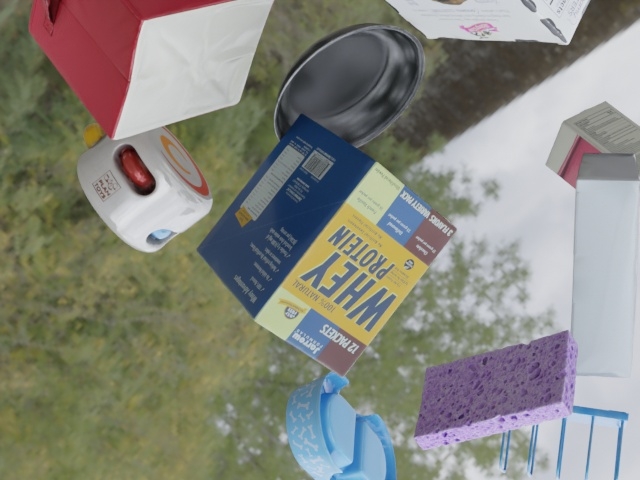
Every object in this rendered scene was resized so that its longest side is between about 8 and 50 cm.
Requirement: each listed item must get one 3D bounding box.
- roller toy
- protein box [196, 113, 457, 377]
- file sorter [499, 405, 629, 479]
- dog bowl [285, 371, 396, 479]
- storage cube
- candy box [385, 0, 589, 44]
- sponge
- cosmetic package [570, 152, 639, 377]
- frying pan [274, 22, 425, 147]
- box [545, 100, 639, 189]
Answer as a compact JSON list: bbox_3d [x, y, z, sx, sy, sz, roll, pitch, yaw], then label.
[{"bbox_3d":[-0.277,-0.086,1.647,0.146,0.209,0.191,-36,-146,9],"label":"roller toy"},{"bbox_3d":[0.000,0.000,1.167,0.201,0.136,0.200,-52,-148,2],"label":"protein box"},{"bbox_3d":[0.342,0.289,1.508,0.118,0.170,0.105,50,48,-69],"label":"file sorter"},{"bbox_3d":[0.035,0.339,1.767,0.074,0.297,0.166,-15,-132,24],"label":"dog bowl"},{"bbox_3d":[-0.192,-0.261,1.213,0.215,0.193,0.184,-21,152,-36],"label":"storage cube"},{"bbox_3d":[0.090,-0.232,0.808,0.164,0.196,0.070,16,-104,52],"label":"candy box"},{"bbox_3d":[0.214,0.185,1.309,0.210,0.031,0.117,-20,-147,33],"label":"sponge"},{"bbox_3d":[0.440,0.022,1.647,0.097,0.285,0.377,0,-169,15],"label":"cosmetic package"},{"bbox_3d":[0.031,-0.139,1.285,0.197,0.053,0.326,-23,148,-15],"label":"frying pan"},{"bbox_3d":[0.610,-0.158,2.200,0.148,0.232,0.127,-25,145,-32],"label":"box"}]
